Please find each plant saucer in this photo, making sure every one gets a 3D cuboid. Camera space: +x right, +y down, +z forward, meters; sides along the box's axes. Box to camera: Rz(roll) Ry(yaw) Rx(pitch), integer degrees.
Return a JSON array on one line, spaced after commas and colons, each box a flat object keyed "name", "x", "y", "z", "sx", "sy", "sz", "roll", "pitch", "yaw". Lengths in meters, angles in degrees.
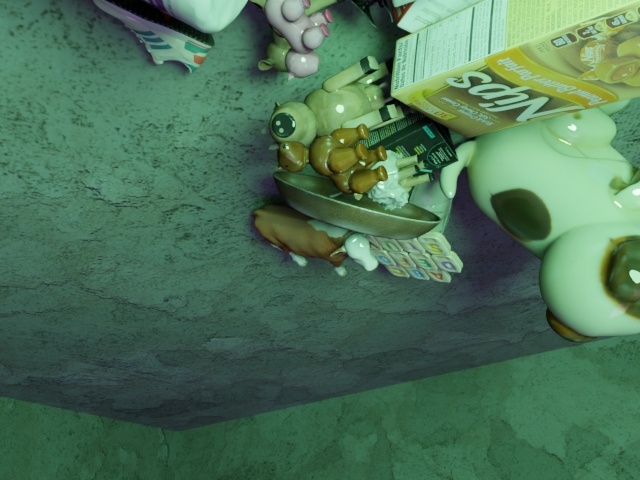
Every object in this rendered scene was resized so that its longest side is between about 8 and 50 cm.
[{"name": "plant saucer", "x": 0.061, "y": -0.062, "z": 0.857, "sx": 0.310, "sy": 0.310, "sz": 0.050, "roll": 9, "pitch": 104, "yaw": -23}]

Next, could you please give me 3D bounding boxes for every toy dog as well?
[{"name": "toy dog", "x": 0.438, "y": -0.041, "z": 0.802, "sx": 0.395, "sy": 0.408, "sz": 0.285, "roll": -1, "pitch": 146, "yaw": -21}]

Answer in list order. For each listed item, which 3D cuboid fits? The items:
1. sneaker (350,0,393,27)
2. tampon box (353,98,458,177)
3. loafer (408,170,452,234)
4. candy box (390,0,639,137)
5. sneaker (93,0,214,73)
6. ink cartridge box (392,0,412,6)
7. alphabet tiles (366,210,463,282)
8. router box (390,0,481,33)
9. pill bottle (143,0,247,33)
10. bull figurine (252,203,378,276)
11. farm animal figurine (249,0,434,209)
[{"name": "sneaker", "x": 0.043, "y": -0.331, "z": 0.562, "sx": 0.051, "sy": 0.089, "sz": 0.170, "roll": -15, "pitch": 172, "yaw": 20}, {"name": "tampon box", "x": 0.139, "y": -0.174, "z": 0.847, "sx": 0.161, "sy": 0.102, "sz": 0.120, "roll": -24, "pitch": 144, "yaw": 26}, {"name": "loafer", "x": 0.236, "y": -0.068, "z": 1.024, "sx": 0.112, "sy": 0.112, "sz": 0.319, "roll": -8, "pitch": 148, "yaw": 2}, {"name": "candy box", "x": 0.263, "y": -0.221, "z": 0.571, "sx": 0.182, "sy": 0.088, "sz": 0.316, "roll": 14, "pitch": 168, "yaw": -38}, {"name": "sneaker", "x": -0.232, "y": -0.280, "z": 0.651, "sx": 0.161, "sy": 0.057, "sz": 0.075, "roll": 13, "pitch": 137, "yaw": -33}, {"name": "ink cartridge box", "x": 0.080, "y": -0.349, "z": 0.479, "sx": 0.072, "sy": 0.128, "sz": 0.175, "roll": -15, "pitch": 171, "yaw": 16}, {"name": "alphabet tiles", "x": 0.175, "y": 0.020, "z": 1.097, "sx": 0.284, "sy": 0.021, "sz": 0.278, "roll": 4, "pitch": 149, "yaw": 42}, {"name": "router box", "x": 0.310, "y": -0.356, "z": 0.608, "sx": 0.335, "sy": 0.082, "sz": 0.301, "roll": 12, "pitch": 144, "yaw": -27}, {"name": "pill bottle", "x": -0.198, "y": -0.328, "z": 0.415, "sx": 0.301, "sy": 0.169, "sz": 0.169, "roll": 26, "pitch": 141, "yaw": -5}, {"name": "bull figurine", "x": 0.000, "y": 0.000, "z": 1.008, "sx": 0.310, "sy": 0.101, "sz": 0.188, "roll": 20, "pitch": 160, "yaw": 28}, {"name": "farm animal figurine", "x": 0.000, "y": -0.203, "z": 0.658, "sx": 0.172, "sy": 0.331, "sz": 0.326, "roll": -17, "pitch": 171, "yaw": 32}]
